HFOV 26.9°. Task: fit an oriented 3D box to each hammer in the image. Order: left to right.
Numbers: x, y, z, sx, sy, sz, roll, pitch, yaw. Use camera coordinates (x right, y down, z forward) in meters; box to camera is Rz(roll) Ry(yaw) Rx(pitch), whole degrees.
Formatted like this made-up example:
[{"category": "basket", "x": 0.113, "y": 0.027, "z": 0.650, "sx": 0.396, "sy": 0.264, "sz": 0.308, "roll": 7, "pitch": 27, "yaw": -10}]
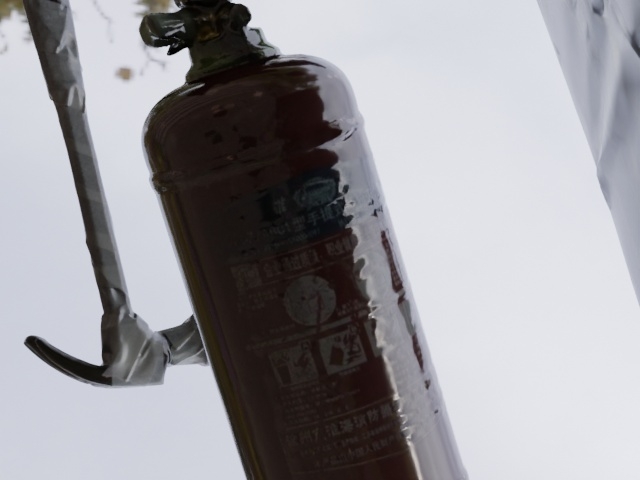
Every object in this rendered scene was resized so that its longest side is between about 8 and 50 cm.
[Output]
[{"category": "hammer", "x": -0.185, "y": -0.092, "z": 1.052, "sx": 0.044, "sy": 0.152, "sz": 0.426, "roll": 154, "pitch": -75, "yaw": -65}]

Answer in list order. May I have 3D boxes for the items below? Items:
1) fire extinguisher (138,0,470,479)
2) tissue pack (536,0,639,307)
[{"category": "fire extinguisher", "x": 0.000, "y": 0.000, "z": 0.618, "sx": 0.102, "sy": 0.138, "sz": 0.343, "roll": -2, "pitch": -74, "yaw": 63}, {"category": "tissue pack", "x": 0.196, "y": -0.037, "z": 0.417, "sx": 0.210, "sy": 0.198, "sz": 0.369, "roll": -16, "pitch": -112, "yaw": 4}]
